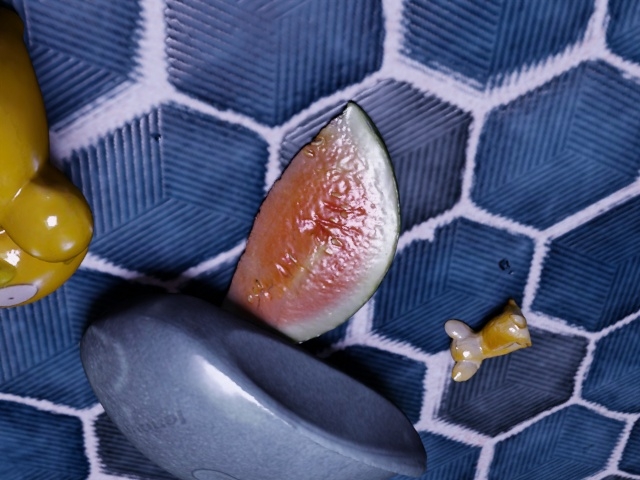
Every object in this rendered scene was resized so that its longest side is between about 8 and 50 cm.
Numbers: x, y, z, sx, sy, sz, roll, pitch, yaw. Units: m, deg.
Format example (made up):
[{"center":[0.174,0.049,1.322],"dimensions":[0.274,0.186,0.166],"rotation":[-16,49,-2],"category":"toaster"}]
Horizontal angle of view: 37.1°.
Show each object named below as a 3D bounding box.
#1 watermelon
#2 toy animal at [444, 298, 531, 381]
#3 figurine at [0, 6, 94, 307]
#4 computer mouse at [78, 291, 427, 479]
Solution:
[{"center":[-0.002,0.002,0.813],"dimensions":[0.119,0.063,0.245],"rotation":[26,119,-16],"category":"watermelon"},{"center":[0.160,0.097,0.929],"dimensions":[0.083,0.060,0.081],"rotation":[-20,170,0],"category":"toy animal"},{"center":[-0.241,-0.047,0.632],"dimensions":[0.215,0.215,0.228],"rotation":[-2,117,-14],"category":"figurine"},{"center":[-0.057,0.174,0.861],"dimensions":[0.374,0.114,0.203],"rotation":[33,139,-32],"category":"computer mouse"}]
